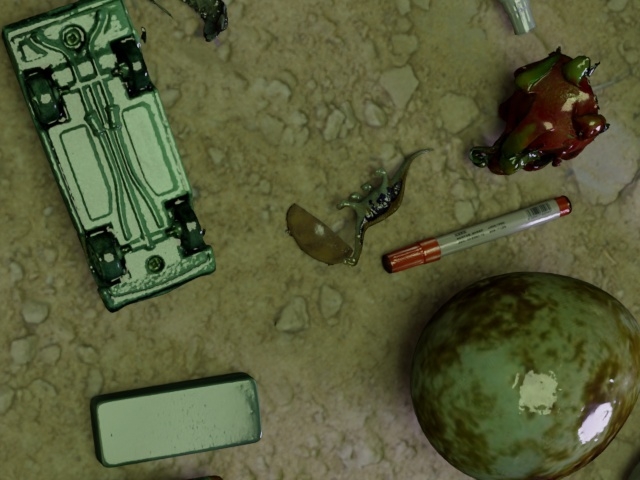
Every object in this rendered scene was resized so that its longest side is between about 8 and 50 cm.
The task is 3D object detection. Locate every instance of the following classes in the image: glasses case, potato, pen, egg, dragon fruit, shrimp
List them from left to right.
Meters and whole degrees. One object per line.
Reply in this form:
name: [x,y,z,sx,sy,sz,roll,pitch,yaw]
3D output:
shrimp: [-0.174,-0.282,1.782,0.174,0.076,0.082,35,125,-22]
glasses case: [-0.159,0.198,1.837,0.184,0.039,0.078,-8,97,-17]
potato: [-0.001,0.000,1.871,0.093,0.036,0.037,40,80,-19]
pen: [0.184,-0.007,1.935,0.239,0.028,0.028,-18,101,-16]
egg: [0.237,0.150,1.864,0.289,0.238,0.238,-20,102,-36]
dragon fruit: [0.254,-0.131,1.891,0.175,0.138,0.142,-41,129,2]

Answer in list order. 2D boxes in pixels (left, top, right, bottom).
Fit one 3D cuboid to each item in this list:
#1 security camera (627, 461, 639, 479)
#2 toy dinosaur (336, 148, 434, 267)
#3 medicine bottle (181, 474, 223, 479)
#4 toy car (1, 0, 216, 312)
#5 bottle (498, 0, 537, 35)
security camera: [0.401,0.358,2.023,0.301,0.080,0.157,-44,109,1]
toy dinosaur: [0.063,-0.052,1.883,0.058,0.037,0.180,37,77,-4]
medicine bottle: [-0.193,0.317,1.809,0.191,0.096,0.096,-7,98,-18]
toy car: [-0.219,-0.095,1.757,0.141,0.097,0.321,-22,101,-16]
bottle: [0.199,-0.339,1.890,0.060,0.060,0.217,-27,103,-14]
